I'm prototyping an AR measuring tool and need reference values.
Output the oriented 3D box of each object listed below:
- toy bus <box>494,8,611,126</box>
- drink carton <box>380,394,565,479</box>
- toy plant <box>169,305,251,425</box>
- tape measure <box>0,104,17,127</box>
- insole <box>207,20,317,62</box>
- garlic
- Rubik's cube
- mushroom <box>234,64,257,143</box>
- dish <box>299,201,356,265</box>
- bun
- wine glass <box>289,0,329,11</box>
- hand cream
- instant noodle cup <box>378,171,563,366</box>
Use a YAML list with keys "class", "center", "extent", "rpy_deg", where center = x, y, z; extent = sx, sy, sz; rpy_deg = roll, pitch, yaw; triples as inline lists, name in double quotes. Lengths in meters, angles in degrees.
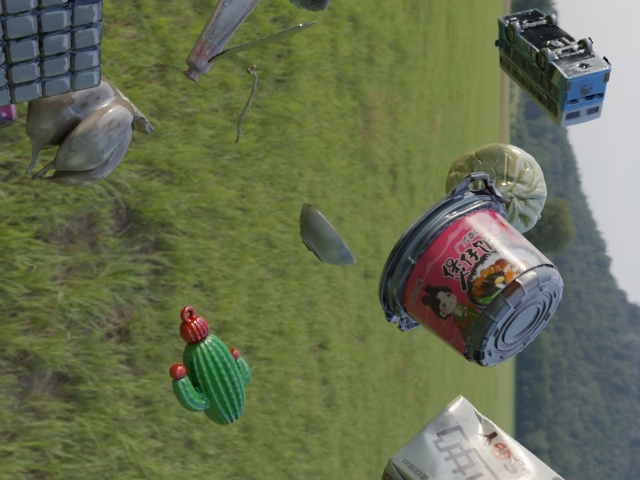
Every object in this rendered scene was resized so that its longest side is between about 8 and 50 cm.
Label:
- class: "toy bus"
  center: [0.454, -0.353, 1.352]
  extent: [0.297, 0.106, 0.131]
  rpy_deg: [-109, -173, -51]
- class: "drink carton"
  center: [0.277, 0.427, 1.074]
  extent: [0.194, 0.324, 0.132]
  rpy_deg: [-30, 146, -36]
- class: "toy plant"
  center: [-0.215, 0.248, 1.277]
  extent: [0.240, 0.088, 0.154]
  rpy_deg: [53, 51, -40]
- class: "tape measure"
  center: [-0.697, -0.273, 1.406]
  extent: [0.125, 0.118, 0.074]
  rpy_deg: [-8, 91, -81]
- class: "insole"
  center: [-0.100, -0.353, 1.208]
  extent: [0.253, 0.086, 0.005]
  rpy_deg: [-32, 102, -39]
- class: "garlic"
  center: [-0.513, -0.241, 1.477]
  extent: [0.292, 0.210, 0.237]
  rpy_deg: [-43, -178, -30]
- class: "Rubik's cube"
  center: [-0.457, -0.348, 0.952]
  extent: [0.237, 0.238, 0.237]
  rpy_deg: [59, -28, 18]
- class: "mushroom"
  center: [-0.199, -0.357, 1.815]
  extent: [0.286, 0.028, 0.026]
  rpy_deg: [111, -2, -53]
- class: "dish"
  center: [0.000, 0.000, 1.604]
  extent: [0.066, 0.190, 0.190]
  rpy_deg: [-40, 154, -5]
- class: "bun"
  center: [0.394, -0.100, 1.530]
  extent: [0.145, 0.229, 0.229]
  rpy_deg: [-63, 152, -62]
- class: "wine glass"
  center: [-0.038, -0.390, 0.952]
  extent: [0.183, 0.122, 0.122]
  rpy_deg: [-8, 99, -77]
- class: "hand cream"
  center: [-0.182, -0.384, 1.236]
  extent: [0.209, 0.067, 0.043]
  rpy_deg: [-59, -161, 0]
- class: "instant noodle cup"
  center: [0.242, 0.071, 1.027]
  extent: [0.258, 0.181, 0.302]
  rpy_deg: [-21, 137, -30]
